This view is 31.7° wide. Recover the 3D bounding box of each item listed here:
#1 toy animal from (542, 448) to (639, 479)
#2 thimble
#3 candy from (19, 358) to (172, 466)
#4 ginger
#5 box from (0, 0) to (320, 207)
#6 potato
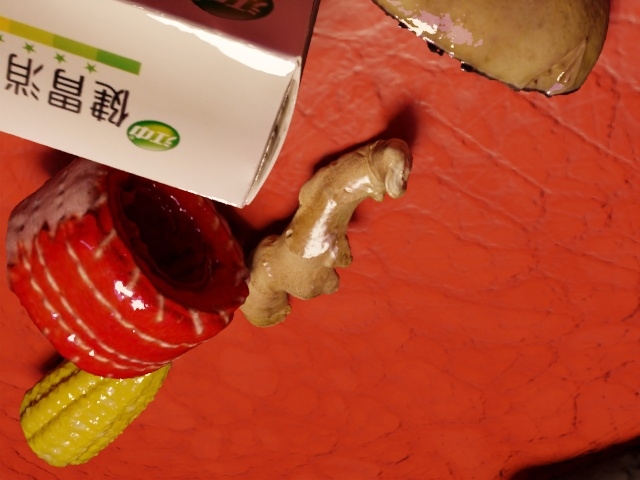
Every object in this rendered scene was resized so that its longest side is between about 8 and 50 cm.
[{"bbox_3d":[0.320,0.266,1.144,0.343,0.106,0.168,-37,121,25],"label":"toy animal"},{"bbox_3d":[-0.164,0.019,0.952,0.125,0.163,0.189,-32,112,32],"label":"thimble"},{"bbox_3d":[-0.219,0.148,1.141,0.106,0.094,0.199,6,142,-48],"label":"candy"},{"bbox_3d":[0.000,0.000,0.970,0.089,0.075,0.288,40,134,-7],"label":"ginger"},{"bbox_3d":[-0.169,-0.171,0.763,0.333,0.173,0.145,18,134,-6],"label":"box"},{"bbox_3d":[0.107,-0.186,0.741,0.261,0.120,0.100,28,126,-17],"label":"potato"}]
